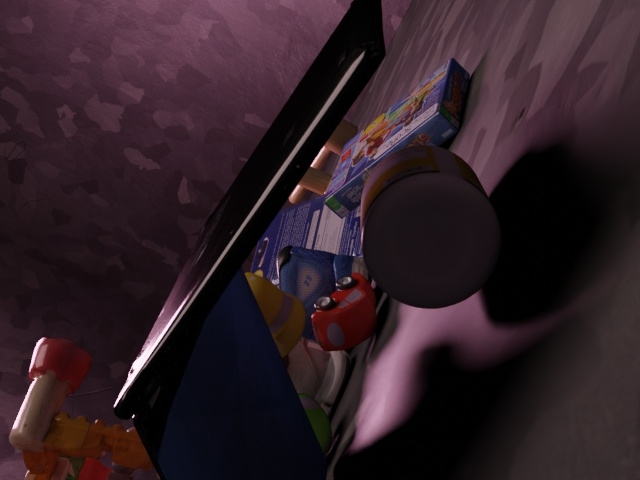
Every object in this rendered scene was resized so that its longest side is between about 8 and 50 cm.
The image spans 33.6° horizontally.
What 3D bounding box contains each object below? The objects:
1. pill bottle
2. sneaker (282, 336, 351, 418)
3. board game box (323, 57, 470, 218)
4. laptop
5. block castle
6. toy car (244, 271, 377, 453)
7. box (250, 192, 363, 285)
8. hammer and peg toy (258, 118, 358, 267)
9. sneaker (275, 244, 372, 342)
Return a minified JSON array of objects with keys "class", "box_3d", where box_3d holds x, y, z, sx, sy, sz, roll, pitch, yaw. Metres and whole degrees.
[{"class":"pill bottle","box_3d":[0.083,-0.020,0.845,0.184,0.103,0.103,-80,15,-75]},{"class":"sneaker","box_3d":[-0.066,0.207,1.193,0.086,0.132,0.229,132,162,-76]},{"class":"board game box","box_3d":[0.094,-0.126,1.311,0.201,0.035,0.136,-36,21,35]},{"class":"laptop","box_3d":[0.013,0.059,0.789,0.408,0.236,0.382,-55,9,16]},{"class":"block castle","box_3d":[-0.292,0.337,1.666,0.453,0.302,0.213,96,-174,-51]},{"class":"toy car","box_3d":[-0.010,0.145,1.090,0.239,0.053,0.225,4,-88,-54]},{"class":"box","box_3d":[0.000,0.000,1.400,0.225,0.036,0.137,-18,46,39]},{"class":"hammer and peg toy","box_3d":[-0.010,-0.017,1.802,0.266,0.127,0.361,119,174,-63]},{"class":"sneaker","box_3d":[-0.051,0.131,1.332,0.130,0.147,0.330,-72,5,-58]}]
